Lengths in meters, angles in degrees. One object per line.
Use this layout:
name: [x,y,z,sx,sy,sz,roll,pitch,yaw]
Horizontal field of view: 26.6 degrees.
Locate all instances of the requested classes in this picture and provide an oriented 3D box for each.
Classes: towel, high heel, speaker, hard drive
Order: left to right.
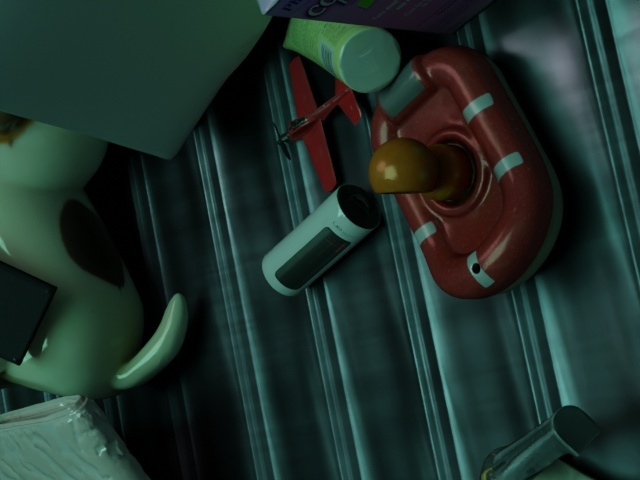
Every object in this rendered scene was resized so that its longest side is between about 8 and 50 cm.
hard drive: [-0.365,0.065,1.458,0.094,0.135,0.022,-64,5,1]
towel: [-0.262,0.326,1.545,0.317,0.053,0.332,-15,114,47]
speaker: [0.000,0.000,1.364,0.136,0.055,0.055,-41,64,39]
high heel: [0.242,0.272,1.141,0.261,0.093,0.186,55,151,13]

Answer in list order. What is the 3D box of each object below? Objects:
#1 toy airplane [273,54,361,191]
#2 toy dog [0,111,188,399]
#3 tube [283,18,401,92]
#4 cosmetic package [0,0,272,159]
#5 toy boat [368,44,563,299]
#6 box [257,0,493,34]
toy airplane: [0.002,-0.127,1.371,0.151,0.028,0.151,3,94,46]
toy dog: [-0.354,-0.020,1.573,0.395,0.284,0.408,-1,93,33]
tube: [0.010,-0.205,1.307,0.070,0.062,0.240,-38,28,-2]
cosmetic package: [-0.267,-0.348,1.373,0.394,0.327,0.329,47,109,34]
toy boat: [0.104,-0.058,1.183,0.151,0.151,0.231,-43,63,39]
box: [0.037,-0.306,1.170,0.117,0.243,0.214,-36,67,41]
